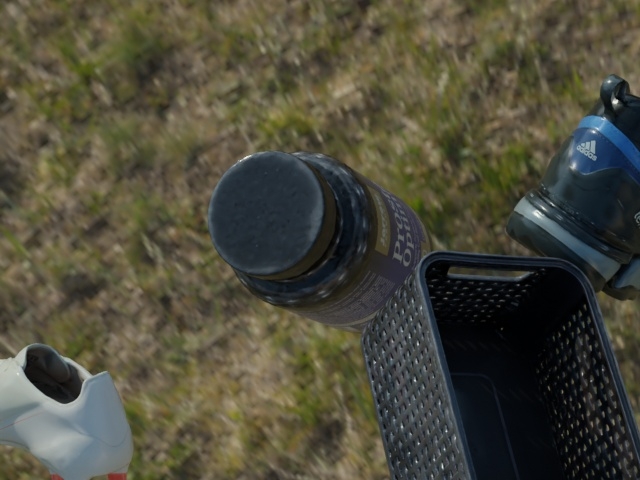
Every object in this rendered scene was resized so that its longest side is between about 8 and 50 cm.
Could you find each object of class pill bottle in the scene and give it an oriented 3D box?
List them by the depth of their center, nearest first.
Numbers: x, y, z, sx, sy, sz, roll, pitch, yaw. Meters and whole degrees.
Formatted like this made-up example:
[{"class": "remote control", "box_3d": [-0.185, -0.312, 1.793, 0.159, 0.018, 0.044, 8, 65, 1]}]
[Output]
[{"class": "pill bottle", "box_3d": [0.000, 0.000, 1.316, 0.123, 0.219, 0.122, -4, 78, 21]}]

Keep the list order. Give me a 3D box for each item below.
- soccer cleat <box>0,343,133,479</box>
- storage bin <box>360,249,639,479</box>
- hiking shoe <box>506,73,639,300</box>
[{"class": "soccer cleat", "box_3d": [-0.184, 0.095, 1.026, 0.196, 0.068, 0.076, 11, 110, 41]}, {"class": "storage bin", "box_3d": [0.107, 0.105, 0.988, 0.122, 0.084, 0.180, 4, 56, -26]}, {"class": "hiking shoe", "box_3d": [0.254, -0.032, 1.133, 0.113, 0.304, 0.132, 39, 112, 30]}]
